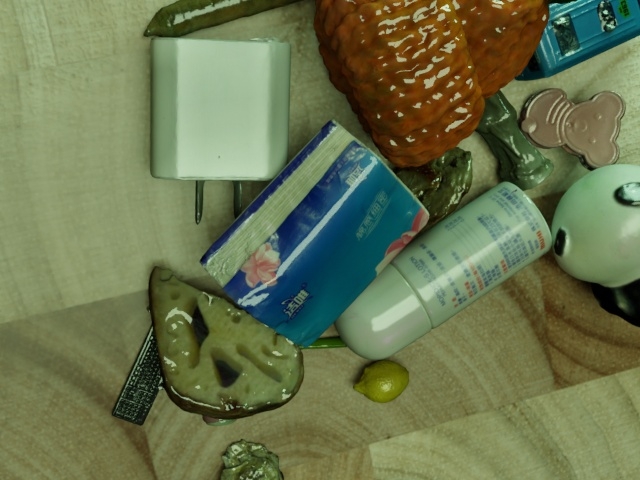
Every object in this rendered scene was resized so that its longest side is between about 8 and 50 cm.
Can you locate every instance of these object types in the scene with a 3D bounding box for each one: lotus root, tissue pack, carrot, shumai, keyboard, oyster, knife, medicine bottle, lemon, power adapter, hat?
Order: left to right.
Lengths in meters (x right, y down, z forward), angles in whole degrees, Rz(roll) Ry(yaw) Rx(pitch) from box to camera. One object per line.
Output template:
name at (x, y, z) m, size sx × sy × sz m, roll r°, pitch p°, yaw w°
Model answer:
keyboard at (-0.254, 0.197, 1.306) m, size 0.053 × 0.010 × 0.155 m, roll 23°, pitch 93°, yaw -19°
lotus root at (-0.149, 0.164, 1.257) m, size 0.261 × 0.074 × 0.170 m, roll 25°, pitch 67°, yaw -11°
power adapter at (-0.139, -0.148, 1.218) m, size 0.187 × 0.124 × 0.255 m, roll -1°, pitch 101°, yaw -14°
oyster at (-0.109, 0.393, 1.346) m, size 0.108 × 0.053 × 0.165 m, roll 26°, pitch 72°, yaw -30°
carrot at (-0.085, -0.346, 1.228) m, size 0.342 × 0.070 × 0.070 m, roll -19°, pitch 104°, yaw -8°
knife at (-0.026, 0.158, 1.353) m, size 0.184 × 0.022 × 0.026 m, roll -2°, pitch 127°, yaw -14°
tissue pack at (0.000, 0.000, 1.211) m, size 0.269 × 0.137 × 0.209 m, roll -46°, pitch 141°, yaw 1°
lemon at (0.096, 0.220, 1.375) m, size 0.092 × 0.065 × 0.065 m, roll -13°, pitch 103°, yaw -12°
shumai at (0.157, -0.075, 1.312) m, size 0.105 × 0.123 × 0.139 m, roll 11°, pitch 108°, yaw -7°
medicine bottle at (0.173, 0.054, 1.329) m, size 0.341 × 0.130 × 0.130 m, roll -34°, pitch 106°, yaw -8°
hat at (0.195, -0.301, 1.200) m, size 0.400 × 0.285 × 0.285 m, roll -31°, pitch 106°, yaw -6°

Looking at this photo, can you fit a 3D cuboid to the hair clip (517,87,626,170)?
hair clip at (0.386, -0.177, 1.359) m, size 0.138 × 0.102 × 0.123 m, roll 13°, pitch 93°, yaw -16°

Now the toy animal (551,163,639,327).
toy animal at (0.472, 0.000, 1.357) m, size 0.212 × 0.212 × 0.267 m, roll -46°, pitch 111°, yaw -3°

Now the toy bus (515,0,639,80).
toy bus at (0.397, -0.331, 1.318) m, size 0.246 × 0.134 × 0.113 m, roll -25°, pitch 105°, yaw -8°

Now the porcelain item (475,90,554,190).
porcelain item at (0.267, -0.176, 1.339) m, size 0.069 × 0.081 × 0.215 m, roll -39°, pitch 107°, yaw -13°

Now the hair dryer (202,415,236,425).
hair dryer at (-0.107, 0.213, 1.335) m, size 0.154 × 0.054 × 0.106 m, roll -6°, pitch 95°, yaw -24°
